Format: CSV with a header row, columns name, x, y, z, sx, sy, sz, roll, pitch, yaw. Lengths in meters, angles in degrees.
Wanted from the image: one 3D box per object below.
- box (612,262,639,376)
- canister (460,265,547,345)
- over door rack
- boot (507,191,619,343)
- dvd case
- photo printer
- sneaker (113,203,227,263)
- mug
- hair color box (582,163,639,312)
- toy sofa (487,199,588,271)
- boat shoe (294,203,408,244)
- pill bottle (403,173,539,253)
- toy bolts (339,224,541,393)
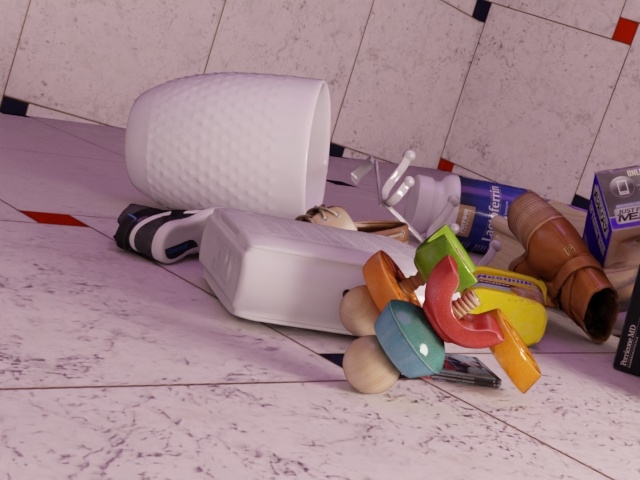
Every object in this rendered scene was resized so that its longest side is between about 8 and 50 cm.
name,x,y,z,sx,sy,sz,roll,pitch,yaw
box,0.516,0.069,1.411,0.184,0.261,0.103,18,11,30
canister,0.261,0.092,1.531,0.126,0.073,0.170,13,11,7
over door rack,0.185,-0.045,1.832,0.239,0.108,0.324,45,3,-14
boot,0.390,0.073,1.658,0.109,0.283,0.220,-27,50,-7
dvd case,0.138,0.144,1.234,0.119,0.013,0.087,11,9,-13
photo printer,0.016,0.046,1.376,0.307,0.107,0.256,10,10,-19
sneaker,-0.219,-0.024,1.574,0.121,0.079,0.217,18,12,23
mug,-0.160,-0.143,1.937,0.328,0.276,0.374,6,-22,7
hair color box,0.511,0.001,1.656,0.185,0.110,0.339,-9,-28,4
toy sofa,0.497,0.020,1.958,0.362,0.177,0.150,8,10,-21
boat shoe,0.000,0.000,1.603,0.324,0.116,0.123,5,11,-37
pill bottle,0.316,-0.054,2.245,0.264,0.153,0.153,10,9,-7
toy bolts,0.114,0.110,1.143,0.218,0.158,0.228,56,11,0
